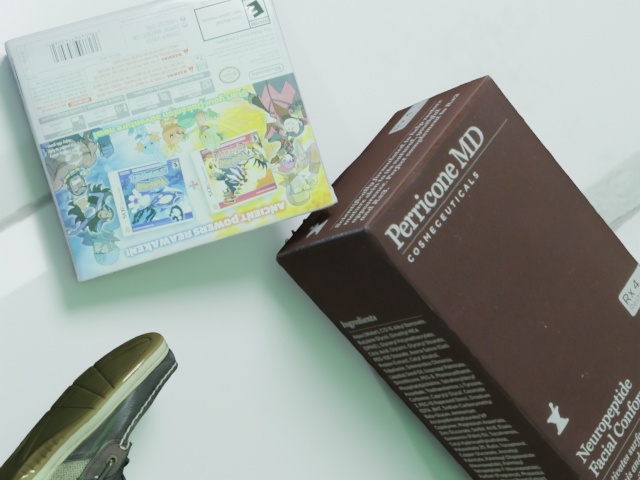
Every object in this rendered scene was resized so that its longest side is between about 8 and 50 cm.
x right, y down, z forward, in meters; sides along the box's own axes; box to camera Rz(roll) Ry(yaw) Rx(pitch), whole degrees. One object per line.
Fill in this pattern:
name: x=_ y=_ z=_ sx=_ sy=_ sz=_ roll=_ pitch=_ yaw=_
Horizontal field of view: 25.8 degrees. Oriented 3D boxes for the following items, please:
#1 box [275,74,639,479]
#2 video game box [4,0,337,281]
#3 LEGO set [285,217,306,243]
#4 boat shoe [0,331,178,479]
box: x=0.167 y=0.076 z=1.144 sx=0.381 sy=0.143 sz=0.191 roll=47 pitch=59 yaw=-14
video game box: x=-0.112 y=-0.085 z=1.057 sx=0.205 sy=0.048 sz=0.187 roll=-17 pitch=89 yaw=-11
LEGO set: x=0.001 y=0.003 z=1.150 sx=0.083 sy=0.023 sz=0.054 roll=25 pitch=74 yaw=-36
boat shoe: x=-0.177 y=0.165 z=1.007 sx=0.223 sy=0.080 sz=0.073 roll=-49 pitch=111 yaw=-18
